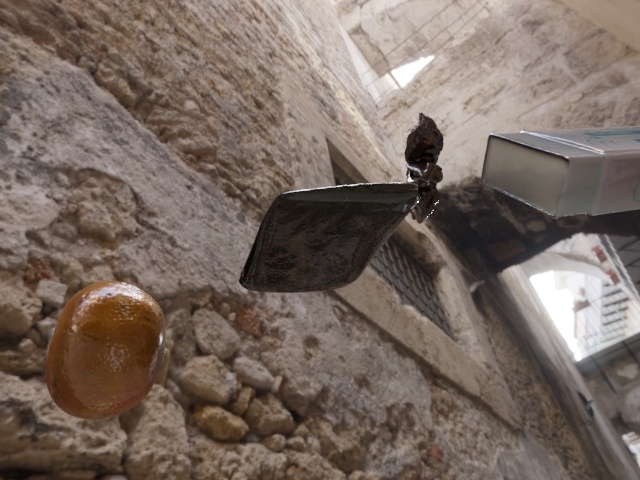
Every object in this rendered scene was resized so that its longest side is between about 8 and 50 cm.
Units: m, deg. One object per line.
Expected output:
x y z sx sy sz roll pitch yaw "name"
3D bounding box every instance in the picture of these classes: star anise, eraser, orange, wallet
0.194 -0.135 0.892 0.073 0.197 0.212 4 -77 12 "star anise"
0.264 -0.067 0.410 0.225 0.095 0.052 -6 -64 -18 "eraser"
-0.345 0.179 0.776 0.170 0.224 0.224 12 -51 -14 "orange"
0.000 0.000 0.562 0.168 0.052 0.245 -3 -26 -20 "wallet"
